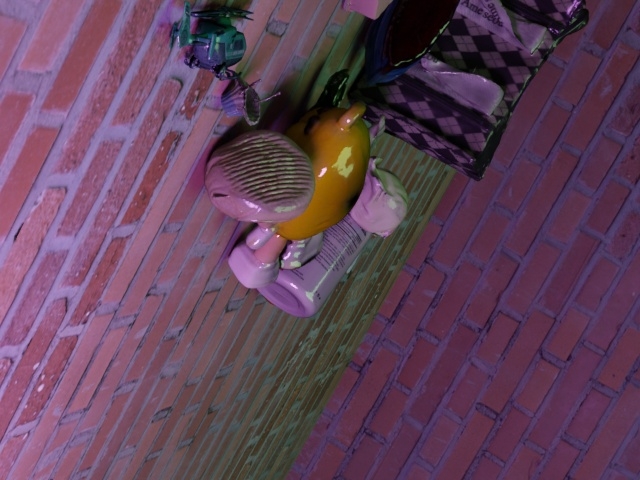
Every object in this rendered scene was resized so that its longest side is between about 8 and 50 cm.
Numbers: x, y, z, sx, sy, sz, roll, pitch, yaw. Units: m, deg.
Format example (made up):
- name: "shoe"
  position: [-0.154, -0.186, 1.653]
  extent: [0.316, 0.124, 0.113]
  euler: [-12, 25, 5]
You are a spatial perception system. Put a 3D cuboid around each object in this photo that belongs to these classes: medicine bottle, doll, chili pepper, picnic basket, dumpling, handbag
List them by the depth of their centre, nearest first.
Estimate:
- name: "picnic basket"
  position: [-0.106, -0.211, 1.871]
  extent: [0.083, 0.083, 0.065]
  euler: [-18, 158, 16]
- name: "doll"
  position: [-0.013, -0.082, 2.229]
  extent: [0.423, 0.161, 0.348]
  euler: [-54, 170, 19]
- name: "chili pepper"
  position: [0.015, -0.202, 2.303]
  extent: [0.122, 0.065, 0.279]
  euler: [-26, 156, -6]
- name: "dumpling"
  position: [0.108, -0.090, 2.434]
  extent: [0.199, 0.118, 0.136]
  euler: [85, 1, -63]
- name: "handbag"
  position: [0.292, -0.359, 2.455]
  extent: [0.416, 0.317, 0.180]
  euler: [-58, 160, -5]
- name: "medicine bottle"
  position: [0.000, 0.000, 2.516]
  extent: [0.288, 0.157, 0.157]
  euler: [-54, 165, -22]

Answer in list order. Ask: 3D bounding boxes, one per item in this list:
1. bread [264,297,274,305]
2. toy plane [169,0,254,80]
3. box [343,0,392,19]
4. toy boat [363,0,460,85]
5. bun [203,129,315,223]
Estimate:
- name: "bread"
  position: [-0.096, 0.092, 2.581]
  extent: [0.049, 0.062, 0.103]
  euler: [-15, 155, -6]
- name: "toy plane"
  position: [-0.141, -0.263, 1.674]
  extent: [0.235, 0.060, 0.096]
  euler: [-28, 139, -71]
- name: "box"
  position: [0.096, -0.434, 2.137]
  extent: [0.122, 0.062, 0.089]
  euler: [-50, 164, -29]
- name: "toy boat"
  position: [0.170, -0.415, 2.343]
  extent: [0.309, 0.129, 0.142]
  euler: [-59, -165, -2]
- name: "bun"
  position: [-0.101, -0.088, 1.991]
  extent: [0.113, 0.173, 0.166]
  euler: [125, -25, -51]
